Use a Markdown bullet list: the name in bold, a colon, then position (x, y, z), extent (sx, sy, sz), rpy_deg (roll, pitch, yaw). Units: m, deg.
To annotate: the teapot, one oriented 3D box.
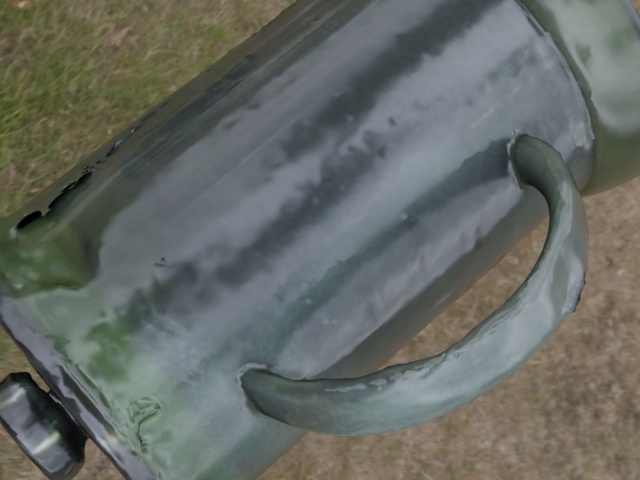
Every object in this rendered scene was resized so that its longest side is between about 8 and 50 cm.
- **teapot**: position (0.000, 0.000, 0.518), extent (0.337, 0.270, 0.200), rpy_deg (-40, 128, -13)
